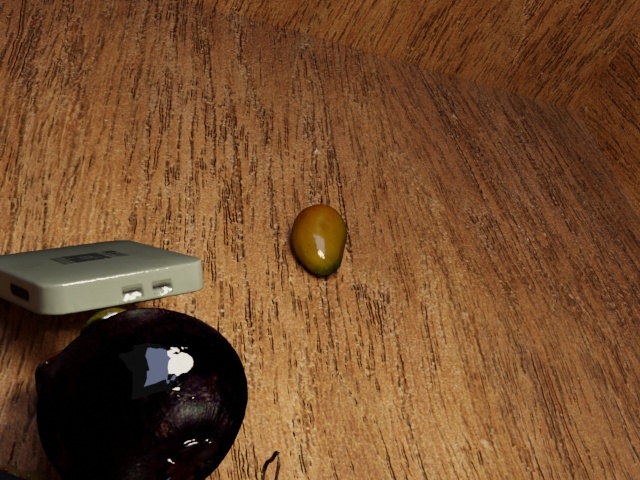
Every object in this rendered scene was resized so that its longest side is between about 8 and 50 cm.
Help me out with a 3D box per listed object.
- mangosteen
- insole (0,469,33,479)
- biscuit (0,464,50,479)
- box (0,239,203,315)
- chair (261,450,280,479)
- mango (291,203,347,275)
[{"bbox_3d":[-0.346,0.279,1.737,0.382,0.382,0.435,-7,35,-38],"label":"mangosteen"},{"bbox_3d":[-0.559,0.434,1.638,0.253,0.005,0.086,16,38,-6],"label":"insole"},{"bbox_3d":[-0.531,0.469,1.646,0.239,0.041,0.212,31,37,4],"label":"biscuit"},{"bbox_3d":[-0.481,0.076,1.974,0.373,0.090,0.367,-8,13,-38],"label":"box"},{"bbox_3d":[-0.048,0.524,1.638,0.170,0.325,0.159,10,39,-22],"label":"chair"},{"bbox_3d":[-0.005,-0.003,2.486,0.152,0.120,0.221,22,44,-9],"label":"mango"}]
